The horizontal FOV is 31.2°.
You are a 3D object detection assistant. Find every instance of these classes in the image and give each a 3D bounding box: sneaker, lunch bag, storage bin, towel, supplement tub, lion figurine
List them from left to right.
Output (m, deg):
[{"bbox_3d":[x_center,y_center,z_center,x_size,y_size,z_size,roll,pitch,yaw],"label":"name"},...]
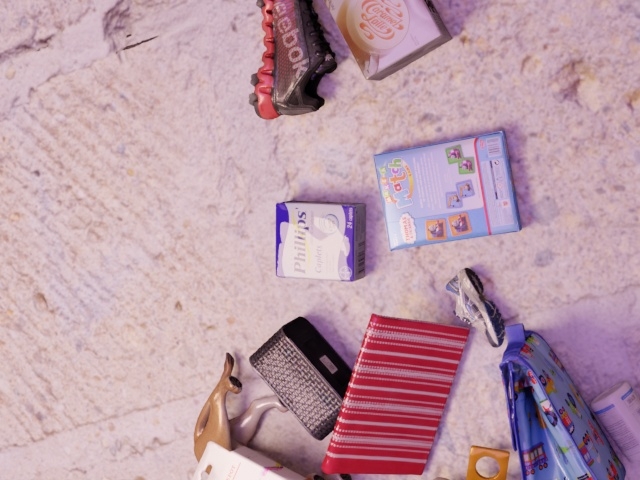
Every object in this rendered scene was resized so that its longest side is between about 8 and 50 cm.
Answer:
[{"bbox_3d":[-0.109,0.406,1.940,0.240,0.142,0.392,-47,68,24],"label":"lion figurine"},{"bbox_3d":[-0.034,-0.326,1.831,0.135,0.097,0.276,8,101,17],"label":"sneaker"},{"bbox_3d":[-0.016,0.224,1.878,0.084,0.122,0.180,-44,83,17],"label":"storage bin"},{"bbox_3d":[0.118,0.252,1.823,0.031,0.199,0.275,34,111,54],"label":"towel"},{"bbox_3d":[0.246,0.113,1.826,0.058,0.052,0.135,-32,79,28],"label":"sneaker"},{"bbox_3d":[0.343,0.263,1.717,0.138,0.221,0.293,-19,90,18],"label":"lunch bag"},{"bbox_3d":[0.471,0.278,1.758,0.071,0.071,0.107,-35,86,18],"label":"supplement tub"}]

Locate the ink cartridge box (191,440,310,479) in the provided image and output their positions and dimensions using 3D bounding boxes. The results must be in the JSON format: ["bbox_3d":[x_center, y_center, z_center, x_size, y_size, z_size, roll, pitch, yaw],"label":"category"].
[{"bbox_3d":[-0.104,0.406,1.823,0.198,0.067,0.115,26,95,15],"label":"ink cartridge box"}]

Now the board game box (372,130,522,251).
[{"bbox_3d":[0.200,-0.077,1.817,0.211,0.039,0.160,-9,94,18],"label":"board game box"}]

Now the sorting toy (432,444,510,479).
[{"bbox_3d":[0.248,0.491,1.868,0.196,0.047,0.348,20,105,7],"label":"sorting toy"}]

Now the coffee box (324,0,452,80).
[{"bbox_3d":[0.083,-0.390,1.785,0.141,0.098,0.246,-28,88,18],"label":"coffee box"}]

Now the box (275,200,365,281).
[{"bbox_3d":[0.000,0.000,1.873,0.137,0.072,0.126,2,97,18],"label":"box"}]
